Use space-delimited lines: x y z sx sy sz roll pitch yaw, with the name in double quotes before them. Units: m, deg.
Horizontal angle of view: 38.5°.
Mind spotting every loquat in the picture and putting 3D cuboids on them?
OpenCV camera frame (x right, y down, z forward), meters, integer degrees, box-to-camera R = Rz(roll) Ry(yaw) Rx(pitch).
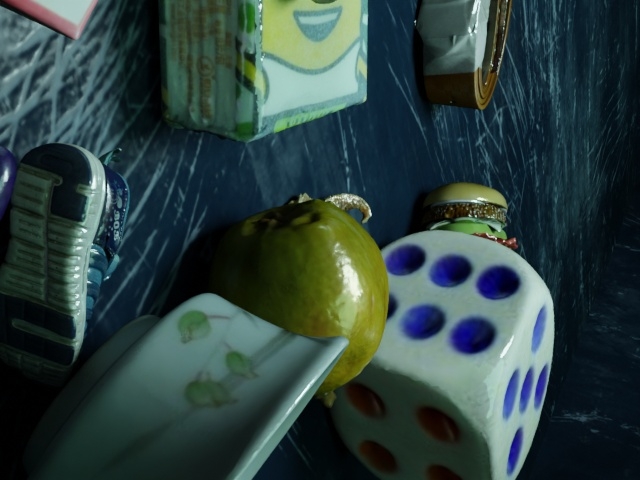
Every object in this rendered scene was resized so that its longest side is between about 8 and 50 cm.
"loquat" -0.019 0.082 1.013 0.213 0.213 0.246 -41 127 -50

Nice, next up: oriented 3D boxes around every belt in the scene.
"belt" 0.228 -0.339 1.437 0.184 0.105 0.261 -32 131 -58

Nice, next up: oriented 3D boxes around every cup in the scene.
"cup" -0.140 0.178 0.800 0.347 0.163 0.347 -51 174 -8

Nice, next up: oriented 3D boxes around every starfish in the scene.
"starfish" -0.008 0.000 1.197 0.210 0.053 0.150 -41 123 -44

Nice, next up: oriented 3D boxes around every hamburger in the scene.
"hamburger" 0.239 -0.027 1.533 0.175 0.175 0.136 23 64 -63

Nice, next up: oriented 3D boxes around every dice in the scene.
"dice" 0.188 0.190 1.390 0.304 0.277 0.304 -52 144 -37

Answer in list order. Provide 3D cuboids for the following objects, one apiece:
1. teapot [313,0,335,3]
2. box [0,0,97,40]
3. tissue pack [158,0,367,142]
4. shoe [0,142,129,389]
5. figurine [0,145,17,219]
"teapot" -0.011 -0.247 0.799 0.067 0.057 0.083 -41 142 10
"box" -0.204 -0.302 0.324 0.312 0.300 0.314 -61 153 5
"tissue pack" -0.050 -0.272 0.893 0.228 0.128 0.310 -29 126 -54
"shoe" -0.206 0.022 0.757 0.106 0.092 0.207 0 106 -70
"figurine" -0.326 -0.086 0.433 0.193 0.154 0.421 -35 153 -3
